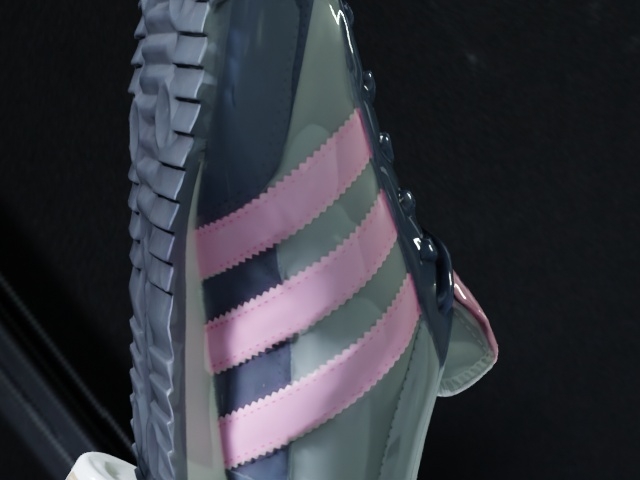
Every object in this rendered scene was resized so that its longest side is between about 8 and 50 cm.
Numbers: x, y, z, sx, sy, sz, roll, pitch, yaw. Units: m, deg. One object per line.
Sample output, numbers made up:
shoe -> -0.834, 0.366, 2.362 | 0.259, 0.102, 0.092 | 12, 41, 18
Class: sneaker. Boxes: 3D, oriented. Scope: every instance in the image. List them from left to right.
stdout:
sneaker -> 0.000, 0.000, 0.505 | 0.131, 0.112, 0.319 | -3, -71, -16

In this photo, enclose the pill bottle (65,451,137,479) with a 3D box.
pill bottle -> -0.131, 0.182, 0.758 | 0.067, 0.067, 0.120 | 29, -87, -18
